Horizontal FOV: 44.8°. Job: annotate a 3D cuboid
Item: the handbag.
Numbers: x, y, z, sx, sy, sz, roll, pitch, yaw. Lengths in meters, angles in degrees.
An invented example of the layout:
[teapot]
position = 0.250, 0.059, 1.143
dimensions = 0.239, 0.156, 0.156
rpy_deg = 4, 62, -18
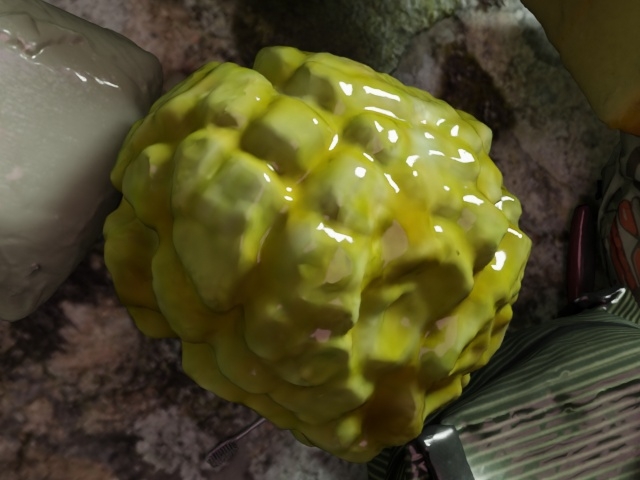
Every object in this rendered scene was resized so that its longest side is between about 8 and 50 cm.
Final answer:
[handbag]
position = 0.187, 0.186, 0.573
dimensions = 0.341, 0.247, 0.240
rpy_deg = -21, 98, -4

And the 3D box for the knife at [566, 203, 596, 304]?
[knife]
position = 0.243, 0.090, 0.716
dimensions = 0.036, 0.018, 0.247
rpy_deg = -4, 96, -22

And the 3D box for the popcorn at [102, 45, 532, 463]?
[popcorn]
position = 0.000, 0.000, 0.489
dimensions = 0.258, 0.270, 0.224
rpy_deg = 28, 97, 4

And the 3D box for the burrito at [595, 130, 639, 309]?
[burrito]
position = 0.338, 0.064, 0.703
dimensions = 0.139, 0.101, 0.445
rpy_deg = -26, 100, -19

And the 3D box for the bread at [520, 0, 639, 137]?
[bread]
position = 0.346, -0.220, 0.575
dimensions = 0.279, 0.279, 0.207
rpy_deg = 3, 47, -28

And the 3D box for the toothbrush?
[toothbrush]
position = -0.021, 0.128, 0.624
dimensions = 0.167, 0.014, 0.011
rpy_deg = -34, 119, -16

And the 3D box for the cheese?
[cheese]
position = -0.216, -0.070, 0.475
dimensions = 0.189, 0.154, 0.198
rpy_deg = 33, 77, -37
